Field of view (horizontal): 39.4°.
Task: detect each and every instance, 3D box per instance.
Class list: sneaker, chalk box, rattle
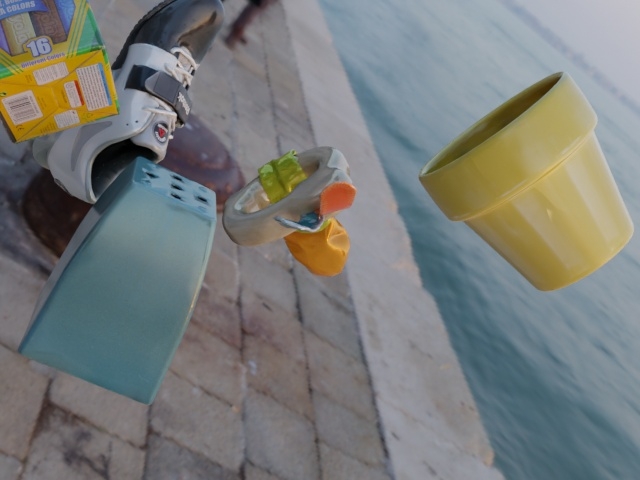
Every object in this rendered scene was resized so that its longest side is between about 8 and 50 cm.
[{"bbox_3d":[-0.222,-0.181,1.190,0.146,0.330,0.122,43,3,31],"label":"sneaker"},{"bbox_3d":[-0.325,-0.243,1.015,0.132,0.132,0.213,97,-27,-65],"label":"chalk box"},{"bbox_3d":[0.000,0.000,0.774,0.200,0.130,0.142,17,-53,60],"label":"rattle"}]

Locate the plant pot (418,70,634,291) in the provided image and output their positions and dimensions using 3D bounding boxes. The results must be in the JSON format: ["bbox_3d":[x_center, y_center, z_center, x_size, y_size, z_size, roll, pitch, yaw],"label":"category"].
[{"bbox_3d":[0.307,-0.070,1.262,0.239,0.254,0.254,52,18,-6],"label":"plant pot"}]

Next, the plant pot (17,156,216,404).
[{"bbox_3d":[-0.221,0.034,1.066,0.166,0.234,0.165,26,17,-16],"label":"plant pot"}]
